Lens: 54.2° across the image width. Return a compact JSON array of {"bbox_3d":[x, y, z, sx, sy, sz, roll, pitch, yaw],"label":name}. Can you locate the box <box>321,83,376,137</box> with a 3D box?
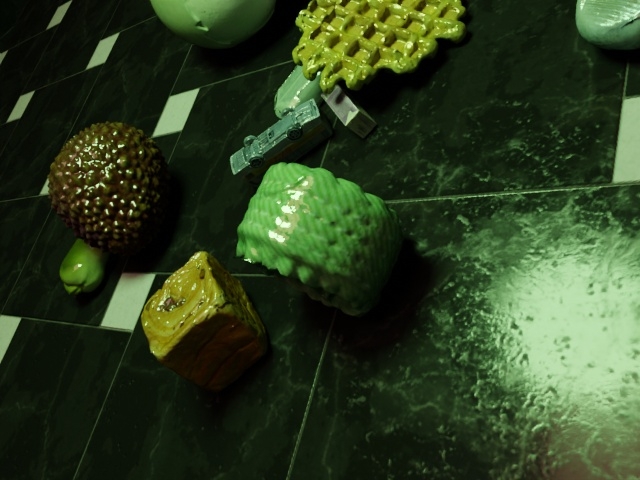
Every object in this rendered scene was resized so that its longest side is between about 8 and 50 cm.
[{"bbox_3d":[0.048,-0.224,1.067,0.036,0.050,0.117,-48,43,16],"label":"box"}]

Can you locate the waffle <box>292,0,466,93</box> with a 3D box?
[{"bbox_3d":[0.092,-0.385,1.076,0.312,0.060,0.307,-21,57,5],"label":"waffle"}]

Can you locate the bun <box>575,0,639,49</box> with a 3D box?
[{"bbox_3d":[0.396,-0.300,0.787,0.141,0.083,0.141,-27,50,39],"label":"bun"}]

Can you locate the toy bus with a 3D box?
[{"bbox_3d":[-0.071,-0.173,1.120,0.190,0.075,0.064,-34,47,18],"label":"toy bus"}]

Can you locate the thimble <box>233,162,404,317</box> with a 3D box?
[{"bbox_3d":[0.000,0.000,0.852,0.219,0.219,0.150,18,79,46],"label":"thimble"}]

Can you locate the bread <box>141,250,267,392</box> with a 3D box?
[{"bbox_3d":[-0.179,0.130,0.969,0.149,0.143,0.158,-39,44,6],"label":"bread"}]

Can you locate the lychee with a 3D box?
[{"bbox_3d":[-0.416,-0.093,1.268,0.271,0.271,0.271,-22,51,30],"label":"lychee"}]

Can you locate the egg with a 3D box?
[{"bbox_3d":[-0.225,-0.563,1.365,0.278,0.278,0.336,-57,36,-4],"label":"egg"}]

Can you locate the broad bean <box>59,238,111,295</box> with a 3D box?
[{"bbox_3d":[-0.506,0.039,1.373,0.124,0.082,0.174,-15,44,34],"label":"broad bean"}]

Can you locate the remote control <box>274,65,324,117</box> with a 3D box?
[{"bbox_3d":[0.002,-0.326,1.177,0.247,0.052,0.104,-51,41,7],"label":"remote control"}]
